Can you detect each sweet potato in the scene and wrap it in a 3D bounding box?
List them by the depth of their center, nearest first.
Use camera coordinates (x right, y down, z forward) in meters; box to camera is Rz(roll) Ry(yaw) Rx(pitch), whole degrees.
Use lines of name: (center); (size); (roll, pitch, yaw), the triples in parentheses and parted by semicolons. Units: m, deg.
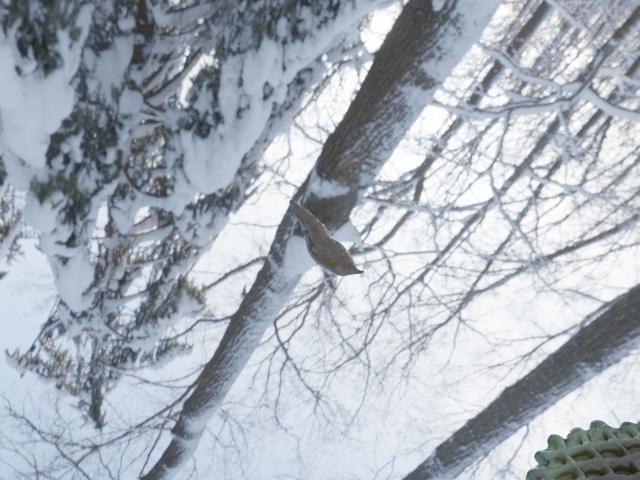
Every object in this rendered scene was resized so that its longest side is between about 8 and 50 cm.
sweet potato: (-0.002, 0.006, 1.023); (0.068, 0.068, 0.226); (-20, -122, -42)

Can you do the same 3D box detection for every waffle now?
waffle: (0.514, 0.400, 0.850); (0.292, 0.309, 0.056); (-22, -79, -39)
